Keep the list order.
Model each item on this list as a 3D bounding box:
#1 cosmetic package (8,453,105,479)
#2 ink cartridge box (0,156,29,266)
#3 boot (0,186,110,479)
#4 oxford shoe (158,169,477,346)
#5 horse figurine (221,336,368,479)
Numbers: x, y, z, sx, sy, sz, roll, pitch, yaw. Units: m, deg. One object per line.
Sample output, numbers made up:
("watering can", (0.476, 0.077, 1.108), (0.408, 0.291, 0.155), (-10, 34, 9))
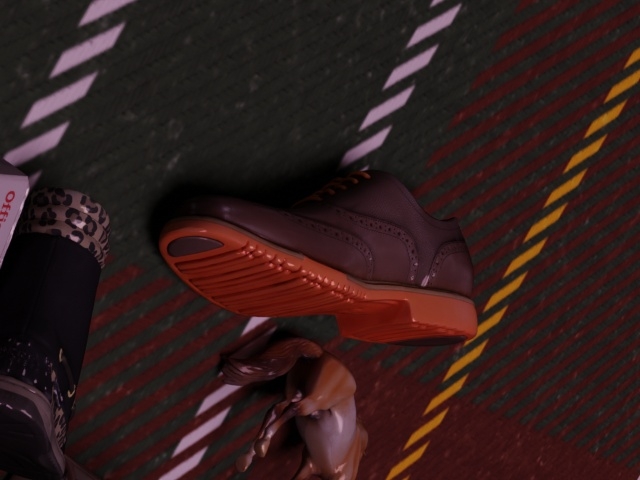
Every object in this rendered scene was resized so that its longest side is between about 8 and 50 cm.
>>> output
("cosmetic package", (-0.242, 0.330, 1.539), (0.296, 0.129, 0.153), (-53, 147, -9))
("ink cartridge box", (-0.276, -0.014, 1.289), (0.135, 0.056, 0.099), (3, 115, -53))
("boot", (-0.207, 0.076, 1.410), (0.236, 0.085, 0.179), (113, -7, -69))
("oxford shoe", (0.000, 0.000, 1.633), (0.363, 0.130, 0.133), (19, 68, -49))
("horse figurine", (-0.011, 0.177, 1.759), (0.174, 0.066, 0.263), (-53, 142, -34))
